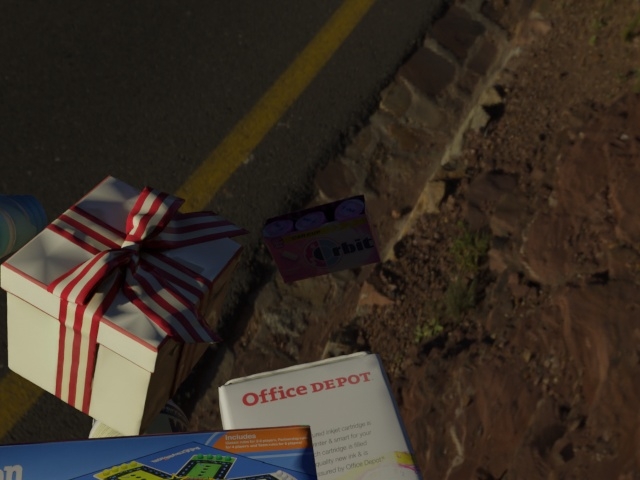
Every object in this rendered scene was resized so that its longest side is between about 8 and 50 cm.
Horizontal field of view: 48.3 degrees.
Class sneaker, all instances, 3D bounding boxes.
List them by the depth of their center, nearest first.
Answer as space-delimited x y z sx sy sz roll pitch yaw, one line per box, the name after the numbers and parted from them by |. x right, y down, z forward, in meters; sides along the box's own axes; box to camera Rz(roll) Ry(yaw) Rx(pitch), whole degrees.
-0.656 -0.043 1.316 0.318 0.127 0.208 18 11 12 | sneaker

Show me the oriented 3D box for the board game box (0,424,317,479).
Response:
-0.134 0.178 0.378 0.281 0.027 0.145 0 55 -14 | board game box

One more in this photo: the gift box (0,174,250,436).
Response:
-0.248 0.084 0.984 0.276 0.258 0.255 24 42 3 | gift box

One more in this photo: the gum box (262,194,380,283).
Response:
0.000 0.000 1.240 0.188 0.107 0.062 -14 36 10 | gum box

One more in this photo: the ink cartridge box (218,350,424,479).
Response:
0.005 0.219 0.622 0.154 0.093 0.213 -9 57 -14 | ink cartridge box

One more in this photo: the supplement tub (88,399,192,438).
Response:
-0.388 0.493 1.582 0.235 0.236 0.325 -16 28 -16 | supplement tub
